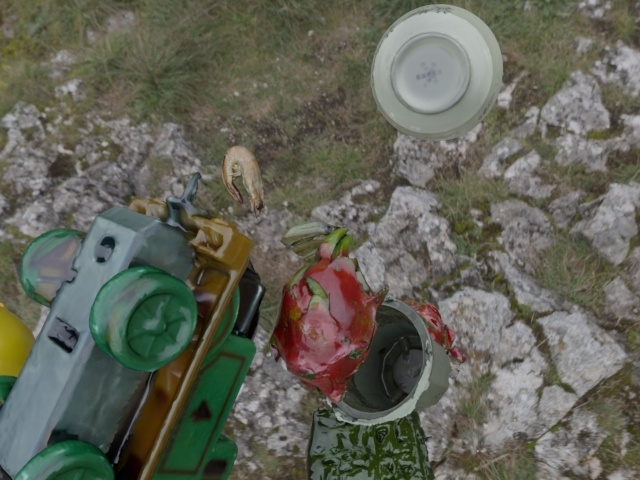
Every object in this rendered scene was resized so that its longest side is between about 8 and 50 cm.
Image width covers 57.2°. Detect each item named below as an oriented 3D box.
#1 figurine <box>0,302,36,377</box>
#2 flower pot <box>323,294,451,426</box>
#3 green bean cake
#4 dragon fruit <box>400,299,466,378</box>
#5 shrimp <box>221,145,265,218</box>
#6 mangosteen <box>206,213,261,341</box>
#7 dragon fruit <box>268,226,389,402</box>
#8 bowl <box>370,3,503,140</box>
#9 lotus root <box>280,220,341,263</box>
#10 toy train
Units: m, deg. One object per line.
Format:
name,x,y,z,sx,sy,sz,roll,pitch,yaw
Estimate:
figurine,-0.596,0.254,1.022,0.215,0.343,0.187,9,38,-6
flower pot,0.164,0.287,1.352,0.291,0.259,0.290,-12,66,28
green bean cake,0.129,0.588,1.501,0.335,0.218,0.319,-11,47,3
dragon fruit,0.314,0.302,1.589,0.134,0.211,0.261,-7,107,-14
shrimp,-0.239,-0.175,1.807,0.133,0.053,0.235,-18,93,15
mangosteen,-0.262,0.102,0.906,0.306,0.360,0.305,15,115,35
dragon fruit,0.023,0.122,0.988,0.198,0.200,0.269,-4,34,26
bowl,0.192,-0.284,1.003,0.238,0.126,0.237,4,105,14
lotus root,0.002,-0.002,1.429,0.144,0.143,0.070,-21,36,39
toy train,-0.176,0.146,0.574,0.178,0.249,0.429,18,81,40
